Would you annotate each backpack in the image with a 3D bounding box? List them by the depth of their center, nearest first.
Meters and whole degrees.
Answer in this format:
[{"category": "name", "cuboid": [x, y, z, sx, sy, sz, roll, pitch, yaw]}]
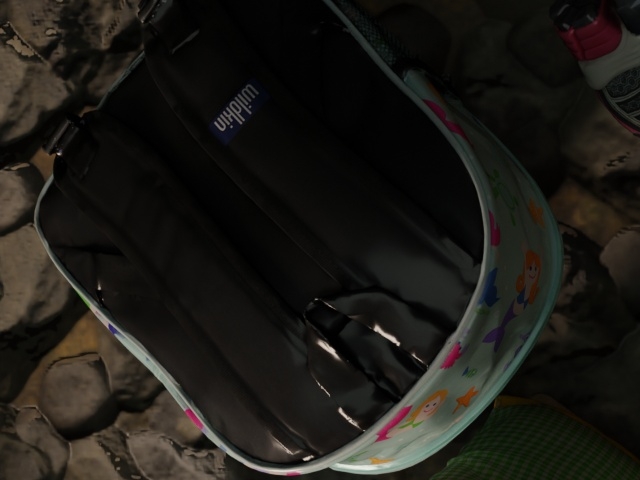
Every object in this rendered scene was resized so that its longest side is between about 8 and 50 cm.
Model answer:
[{"category": "backpack", "cuboid": [0.000, 0.000, 0.846, 0.225, 0.191, 0.253, -51, 57, 12]}]

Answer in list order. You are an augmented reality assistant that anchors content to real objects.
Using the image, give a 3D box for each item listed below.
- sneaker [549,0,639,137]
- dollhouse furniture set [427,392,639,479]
[{"category": "sneaker", "cuboid": [0.270, -0.160, 0.821, 0.299, 0.121, 0.112, -31, 114, 15]}, {"category": "dollhouse furniture set", "cuboid": [0.222, 0.149, 0.800, 0.301, 0.197, 0.151, 38, 104, 10]}]
